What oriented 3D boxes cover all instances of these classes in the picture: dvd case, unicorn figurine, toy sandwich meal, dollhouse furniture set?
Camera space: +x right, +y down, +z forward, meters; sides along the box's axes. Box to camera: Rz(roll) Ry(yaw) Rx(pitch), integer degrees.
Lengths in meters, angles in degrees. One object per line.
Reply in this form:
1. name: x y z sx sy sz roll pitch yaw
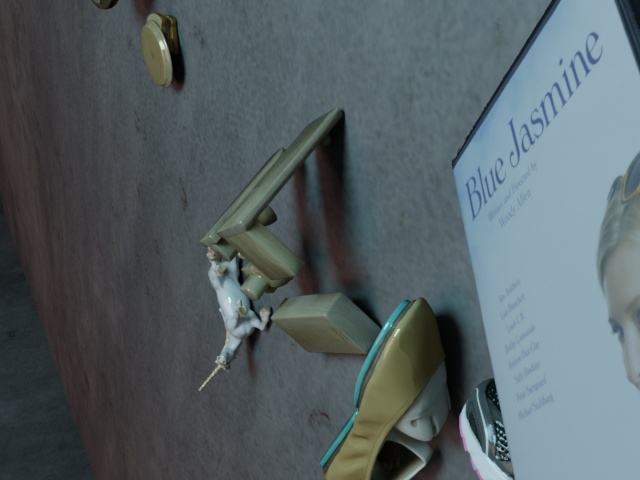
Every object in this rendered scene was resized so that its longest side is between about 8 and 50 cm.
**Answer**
1. dvd case: 0.116 0.022 0.340 0.180 0.022 0.253 112 156 -59
2. unicorn figurine: -0.097 0.075 0.865 0.111 0.060 0.162 136 132 -61
3. toy sandwich meal: -0.180 -0.218 0.897 0.085 0.029 0.085 42 143 43
4. dollhouse furniture set: 0.000 0.000 0.658 0.151 0.123 0.144 43 158 -15

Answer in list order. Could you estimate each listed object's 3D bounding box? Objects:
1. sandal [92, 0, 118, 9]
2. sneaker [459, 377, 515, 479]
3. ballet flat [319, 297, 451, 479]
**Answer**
1. sandal: -0.216 -0.362 0.867 0.090 0.060 0.219 40 123 41
2. sneaker: 0.152 0.121 0.396 0.178 0.072 0.077 39 126 38
3. ballet flat: 0.059 0.128 0.581 0.073 0.080 0.232 33 142 14
